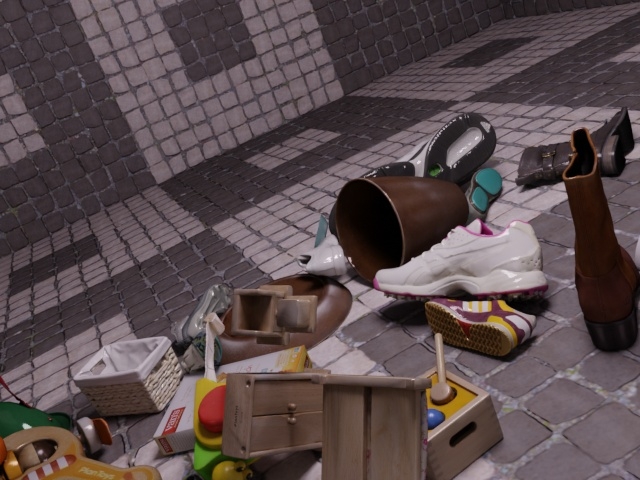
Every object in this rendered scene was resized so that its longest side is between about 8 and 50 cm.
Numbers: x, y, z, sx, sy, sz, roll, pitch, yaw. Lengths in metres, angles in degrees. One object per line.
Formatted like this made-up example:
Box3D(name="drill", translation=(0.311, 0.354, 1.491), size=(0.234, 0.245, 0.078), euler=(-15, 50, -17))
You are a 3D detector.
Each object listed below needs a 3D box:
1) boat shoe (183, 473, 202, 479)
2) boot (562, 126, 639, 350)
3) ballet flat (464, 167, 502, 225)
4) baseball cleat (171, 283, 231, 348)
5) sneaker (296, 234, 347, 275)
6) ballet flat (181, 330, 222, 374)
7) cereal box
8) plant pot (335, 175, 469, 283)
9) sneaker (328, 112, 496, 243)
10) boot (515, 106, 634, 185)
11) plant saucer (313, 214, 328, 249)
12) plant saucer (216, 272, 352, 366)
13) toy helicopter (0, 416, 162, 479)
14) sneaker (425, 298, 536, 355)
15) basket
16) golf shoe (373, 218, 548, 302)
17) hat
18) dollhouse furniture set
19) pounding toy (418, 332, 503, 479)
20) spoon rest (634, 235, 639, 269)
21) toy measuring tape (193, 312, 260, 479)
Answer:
Box3D(name="boat shoe", translation=(-0.226, 0.389, 0.891), size=(0.206, 0.065, 0.075), euler=(-36, 24, -31))
Box3D(name="boot", translation=(0.387, -0.026, 0.988), size=(0.096, 0.281, 0.264), euler=(-9, 25, 31))
Box3D(name="ballet flat", translation=(0.346, -0.099, 1.519), size=(0.068, 0.072, 0.213), euler=(-45, 1, 38))
Box3D(name="baseball cleat", translation=(-0.265, 0.162, 1.485), size=(0.109, 0.072, 0.206), euler=(-26, 13, 18))
Box3D(name="sneaker", translation=(-0.004, 0.036, 1.431), size=(0.094, 0.080, 0.212), euler=(-12, 4, -3))
Box3D(name="ballet flat", translation=(-0.221, 0.214, 1.246), size=(0.070, 0.070, 0.188), euler=(-31, -11, -22))
Box3D(name="cereal box", translation=(-0.142, 0.263, 1.140), size=(0.240, 0.047, 0.173), euler=(-16, 21, 15))
Box3D(name="plant pot", translation=(0.184, -0.044, 1.393), size=(0.230, 0.216, 0.215), euler=(-17, 15, -32))
Box3D(name="sneaker", translation=(0.209, -0.122, 1.661), size=(0.447, 0.169, 0.257), euler=(-35, -1, -6))
Box3D(name="boot", translation=(0.566, -0.211, 1.534), size=(0.228, 0.091, 0.263), euler=(-4, 29, 38))
Box3D(name="plant saucer", translation=(0.000, 0.000, 1.578), size=(0.021, 0.119, 0.119), euler=(10, 25, 1))
Box3D(name="plant saucer", translation=(-0.088, 0.148, 1.374), size=(0.310, 0.050, 0.311), euler=(-20, 20, 8))
Box3D(name="toy helicopter", translation=(-0.387, 0.363, 1.087), size=(0.354, 0.140, 0.235), euler=(2, 21, 27))
Box3D(name="sneaker", translation=(0.248, 0.126, 1.075), size=(0.083, 0.070, 0.185), euler=(-24, 25, -30))
Box3D(name="basket", translation=(-0.355, 0.259, 1.287), size=(0.167, 0.103, 0.113), euler=(-12, 23, 27))
Box3D(name="golf shoe", translation=(0.231, 0.038, 1.164), size=(0.306, 0.140, 0.115), euler=(-5, -7, 31))
Box3D(name="hat", translation=(-0.598, 0.315, 1.280), size=(0.208, 0.184, 0.173), euler=(-7, 26, 35))
Box3D(name="dollhouse furniture set", translation=(0.069, 0.207, 0.833), size=(0.355, 0.304, 0.173), euler=(-4, -10, 36))
Box3D(name="pounding toy", translation=(0.154, 0.214, 0.889), size=(0.141, 0.100, 0.130), euler=(-30, 23, -20))
Box3D(name="spoon rest", translation=(0.612, -0.048, 1.097), size=(0.276, 0.084, 0.137), euler=(-31, 23, -20))
Box3D(name="toy measuring tape", translation=(-0.124, 0.221, 1.020), size=(0.121, 0.121, 0.330), euler=(-19, 38, 8))
